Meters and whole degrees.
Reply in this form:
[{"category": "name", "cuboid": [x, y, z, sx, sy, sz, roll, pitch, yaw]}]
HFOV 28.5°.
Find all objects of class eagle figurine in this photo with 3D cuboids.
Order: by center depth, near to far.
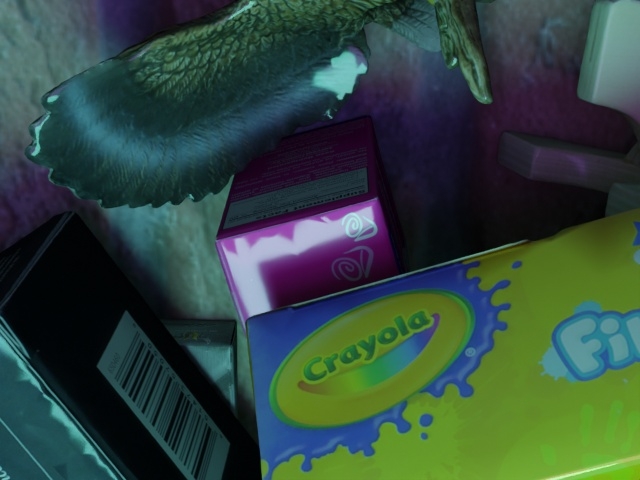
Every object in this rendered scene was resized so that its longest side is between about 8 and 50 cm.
[{"category": "eagle figurine", "cuboid": [-0.048, -0.170, 0.844, 0.298, 0.226, 0.225, -15, 125, 19]}]

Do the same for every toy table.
[{"category": "toy table", "cuboid": [0.244, -0.039, 0.882, 0.161, 0.252, 0.274, 5, 93, -17]}]

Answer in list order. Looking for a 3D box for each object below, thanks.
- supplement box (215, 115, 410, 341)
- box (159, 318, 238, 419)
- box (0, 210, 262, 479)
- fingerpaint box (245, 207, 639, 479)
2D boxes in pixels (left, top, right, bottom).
[{"category": "supplement box", "cuboid": [0.000, 0.000, 0.897, 0.114, 0.220, 0.111, -14, 109, 7]}, {"category": "box", "cuboid": [-0.183, 0.156, 1.047, 0.231, 0.056, 0.183, 2, 110, 1]}, {"category": "box", "cuboid": [-0.269, 0.221, 0.932, 0.395, 0.212, 0.293, -33, 105, 14]}, {"category": "fingerpaint box", "cuboid": [0.226, 0.145, 0.798, 0.445, 0.163, 0.371, -16, 142, 10]}]
